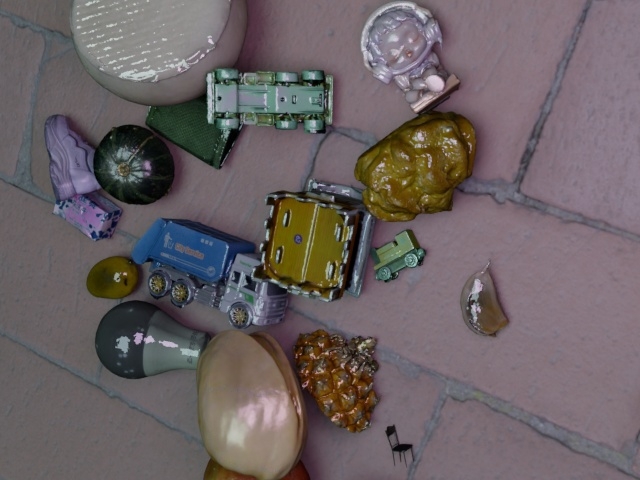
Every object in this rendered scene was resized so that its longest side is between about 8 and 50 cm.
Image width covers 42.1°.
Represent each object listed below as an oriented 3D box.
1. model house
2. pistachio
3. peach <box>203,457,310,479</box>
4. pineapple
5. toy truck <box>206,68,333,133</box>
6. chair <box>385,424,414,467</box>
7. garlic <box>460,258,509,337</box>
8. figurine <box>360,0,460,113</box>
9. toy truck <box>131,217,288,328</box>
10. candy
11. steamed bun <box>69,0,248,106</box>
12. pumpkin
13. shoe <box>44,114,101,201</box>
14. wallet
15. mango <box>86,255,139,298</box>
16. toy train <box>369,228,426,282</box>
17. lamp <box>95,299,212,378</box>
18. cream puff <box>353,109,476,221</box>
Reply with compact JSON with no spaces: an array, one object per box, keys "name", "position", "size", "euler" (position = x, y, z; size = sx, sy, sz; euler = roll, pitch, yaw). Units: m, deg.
[{"name":"model house","position":[0.000,0.000,1.671],"size":[0.198,0.215,0.224],"euler":[14,101,21]},{"name":"pistachio","position":[-0.141,0.333,1.684],"size":[0.238,0.229,0.321],"euler":[-41,55,26]},{"name":"peach","position":[-0.148,0.527,1.794],"size":[0.232,0.232,0.257],"euler":[-29,78,25]},{"name":"pineapple","position":[0.048,0.275,1.724],"size":[0.164,0.140,0.250],"euler":[-33,78,23]},{"name":"toy truck","position":[-0.113,-0.285,1.704],"size":[0.135,0.259,0.128],"euler":[-157,65,-65]},{"name":"chair","position":[0.167,0.428,1.732],"size":[0.042,0.037,0.086],"euler":[-13,94,38]},{"name":"garlic","position":[0.311,0.119,1.623],"size":[0.084,0.066,0.152],"euler":[-19,90,-1]},{"name":"figurine","position":[0.166,-0.357,1.595],"size":[0.162,0.141,0.237],"euler":[-31,80,12]},{"name":"toy truck","position":[-0.241,0.070,1.836],"size":[0.367,0.146,0.175],"euler":[20,99,23]},{"name":"candy","position":[-0.569,-0.072,2.021],"size":[0.160,0.073,0.092],"euler":[33,110,19]},{"name":"steamed bun","position":[-0.331,-0.454,1.761],"size":[0.374,0.241,0.374],"euler":[-1,79,7]},{"name":"pumpkin","position":[-0.425,-0.169,1.899],"size":[0.190,0.146,0.190],"euler":[2,95,23]},{"name":"shoe","position":[-0.586,-0.208,2.003],"size":[0.095,0.137,0.245],"euler":[108,150,-56]},{"name":"wallet","position":[-0.282,-0.280,1.871],"size":[0.236,0.055,0.160],"euler":[32,104,24]},{"name":"mango","position":[-0.509,0.095,2.009],"size":[0.161,0.076,0.103],"euler":[-19,93,35]},{"name":"toy train","position":[0.155,0.034,1.693],"size":[0.122,0.050,0.081],"euler":[-29,78,26]},{"name":"lamp","position":[-0.369,0.249,1.896],"size":[0.314,0.182,0.182],"euler":[18,103,22]},{"name":"cream puff","position":[0.179,-0.143,1.572],"size":[0.244,0.244,0.196],"euler":[-1,108,26]}]
